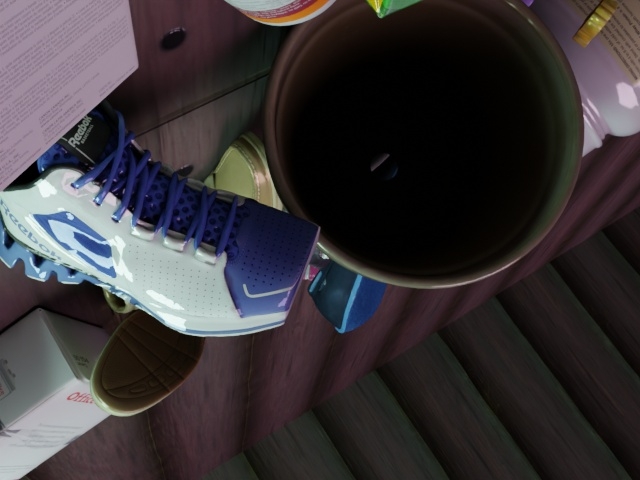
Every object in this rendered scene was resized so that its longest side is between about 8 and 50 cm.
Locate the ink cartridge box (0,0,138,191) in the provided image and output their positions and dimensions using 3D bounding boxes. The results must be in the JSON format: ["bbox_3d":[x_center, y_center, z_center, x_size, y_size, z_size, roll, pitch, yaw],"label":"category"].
[{"bbox_3d":[-0.203,-0.164,0.597,0.181,0.056,0.224,-54,156,-37],"label":"ink cartridge box"}]

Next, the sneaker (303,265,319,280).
[{"bbox_3d":[0.067,-0.031,1.441,0.252,0.103,0.111,-34,167,21],"label":"sneaker"}]

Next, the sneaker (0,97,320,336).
[{"bbox_3d":[-0.164,-0.027,0.794,0.182,0.315,0.127,90,15,-56],"label":"sneaker"}]

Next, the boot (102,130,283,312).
[{"bbox_3d":[-0.162,-0.014,1.077,0.203,0.095,0.262,-23,162,-28],"label":"boot"}]

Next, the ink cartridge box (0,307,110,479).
[{"bbox_3d":[-0.409,0.227,1.201,0.283,0.117,0.207,-35,162,2],"label":"ink cartridge box"}]

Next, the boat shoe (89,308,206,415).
[{"bbox_3d":[-0.213,0.128,1.196,0.098,0.109,0.302,-40,-167,39],"label":"boat shoe"}]

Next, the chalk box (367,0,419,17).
[{"bbox_3d":[0.111,-0.304,0.745,0.213,0.132,0.132,-26,160,-22],"label":"chalk box"}]

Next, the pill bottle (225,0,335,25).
[{"bbox_3d":[-0.064,-0.237,0.620,0.121,0.121,0.221,-40,161,14],"label":"pill bottle"}]

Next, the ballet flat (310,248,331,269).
[{"bbox_3d":[0.000,0.000,1.177,0.074,0.074,0.203,-38,170,10],"label":"ballet flat"}]

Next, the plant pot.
[{"bbox_3d":[0.090,-0.105,1.017,0.323,0.323,0.280,-33,180,-7],"label":"plant pot"}]

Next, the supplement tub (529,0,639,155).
[{"bbox_3d":[0.401,-0.282,1.147,0.325,0.235,0.235,-38,162,11],"label":"supplement tub"}]

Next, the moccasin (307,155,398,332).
[{"bbox_3d":[0.055,-0.025,1.299,0.138,0.117,0.342,-9,129,-52],"label":"moccasin"}]

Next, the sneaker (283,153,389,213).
[{"bbox_3d":[0.001,-0.087,1.220,0.217,0.079,0.121,-29,168,-1],"label":"sneaker"}]

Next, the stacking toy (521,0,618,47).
[{"bbox_3d":[0.203,-0.235,1.003,0.052,0.167,0.221,-53,177,-28],"label":"stacking toy"}]
